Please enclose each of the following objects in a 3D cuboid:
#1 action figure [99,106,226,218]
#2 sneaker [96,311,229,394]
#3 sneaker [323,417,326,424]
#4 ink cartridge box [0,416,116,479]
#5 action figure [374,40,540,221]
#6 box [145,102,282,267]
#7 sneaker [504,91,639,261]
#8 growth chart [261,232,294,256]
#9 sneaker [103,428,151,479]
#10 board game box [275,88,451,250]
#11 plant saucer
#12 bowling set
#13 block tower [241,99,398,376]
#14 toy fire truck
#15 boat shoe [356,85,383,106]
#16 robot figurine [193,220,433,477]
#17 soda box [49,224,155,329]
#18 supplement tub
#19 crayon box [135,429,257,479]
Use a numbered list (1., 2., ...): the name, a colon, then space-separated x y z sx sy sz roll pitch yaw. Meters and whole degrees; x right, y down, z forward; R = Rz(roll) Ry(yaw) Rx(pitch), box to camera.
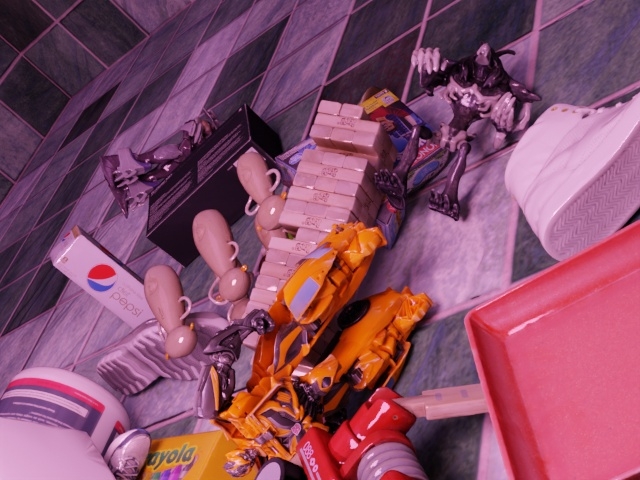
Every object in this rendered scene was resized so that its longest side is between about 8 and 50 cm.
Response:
1. action figure: -0.281 -0.161 1.873 0.285 0.185 0.099 -27 60 -11
2. sneaker: -0.229 0.144 1.439 0.281 0.105 0.115 -19 30 40
3. sneaker: -0.036 0.187 1.113 0.134 0.070 0.051 2 53 57
4. ink cartridge box: -0.289 0.391 0.924 0.395 0.166 0.286 35 101 52
5. action figure: 0.178 -0.162 1.187 0.141 0.164 0.276 93 -158 -68
6. box: -0.192 -0.103 1.739 0.261 0.103 0.184 -41 28 14
7. sneaker: 0.311 -0.127 0.981 0.292 0.108 0.169 -43 29 13
8. growth chart: 0.005 -0.029 1.421 0.172 0.021 0.237 -57 26 -17
9. sneaker: -0.236 0.287 1.125 0.058 0.052 0.135 23 80 54
10. board game box: 0.073 -0.088 1.288 0.194 0.060 0.194 -33 57 -14
11. plant saucer: 0.260 0.092 0.782 0.259 0.048 0.258 -31 29 16
12. bowling set: -0.084 0.039 1.294 0.287 0.199 0.154 -50 44 23
13. block tower: 0.000 0.000 1.171 0.090 0.097 0.336 12 75 24
14. toy fire truck: 0.082 0.211 0.836 0.246 0.158 0.217 -54 24 9
15. boat shoe: 0.056 -0.150 1.452 0.073 0.080 0.224 -47 11 43
16. robot figurine: -0.004 0.127 1.005 0.085 0.211 0.291 -7 39 50
17. soda box: -0.343 0.071 1.587 0.069 0.216 0.074 -48 25 -3
18. supplement tub: -0.399 0.331 1.328 0.191 0.191 0.272 -23 34 41
19. crayon box: -0.189 0.340 1.117 0.202 0.081 0.319 -20 36 45
